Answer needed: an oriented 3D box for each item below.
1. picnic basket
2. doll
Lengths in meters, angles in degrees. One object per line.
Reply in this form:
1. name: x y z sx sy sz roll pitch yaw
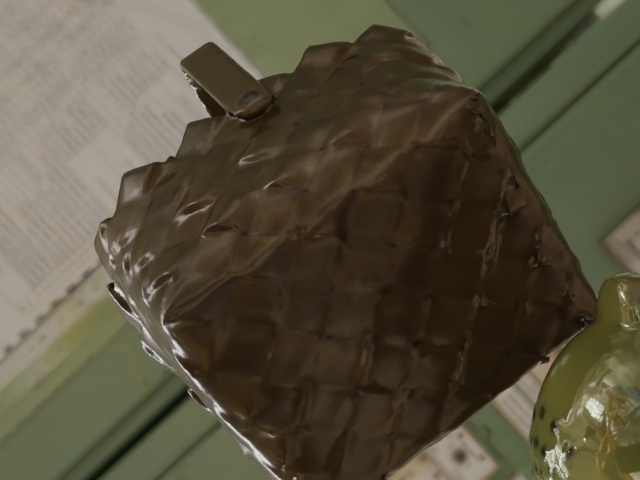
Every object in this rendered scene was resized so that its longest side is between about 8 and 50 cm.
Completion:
1. picnic basket: 0.000 0.000 0.888 0.254 0.291 0.321 57 177 -28
2. doll: 0.202 0.153 0.715 0.177 0.161 0.261 -105 3 -45
